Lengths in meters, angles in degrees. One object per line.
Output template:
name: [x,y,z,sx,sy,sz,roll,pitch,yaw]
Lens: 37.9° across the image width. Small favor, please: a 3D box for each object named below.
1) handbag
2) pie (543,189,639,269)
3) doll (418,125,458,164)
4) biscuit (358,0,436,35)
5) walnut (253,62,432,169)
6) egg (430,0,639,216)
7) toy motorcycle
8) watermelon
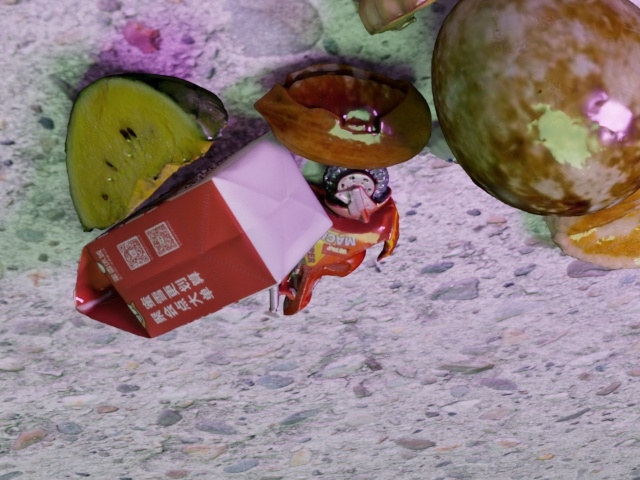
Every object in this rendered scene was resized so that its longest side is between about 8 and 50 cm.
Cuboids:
handbag: [-0.152,0.007,1.117,0.298,0.171,0.151,-25,103,34]
pie: [0.478,-0.060,1.305,0.338,0.077,0.339,-10,150,-6]
doll: [0.227,-0.133,1.143,0.227,0.057,0.114,-15,150,3]
biscuit: [0.114,-0.262,0.907,0.183,0.061,0.118,-24,-175,19]
walnut: [0.027,-0.138,1.040,0.207,0.116,0.116,6,144,-11]
egg: [0.232,-0.149,0.953,0.289,0.238,0.238,22,135,-38]
toy motorcycle: [-0.001,-0.002,1.237,0.171,0.089,0.298,28,131,-34]
watermelon: [-0.195,-0.103,0.993,0.123,0.129,0.301,7,157,-34]
